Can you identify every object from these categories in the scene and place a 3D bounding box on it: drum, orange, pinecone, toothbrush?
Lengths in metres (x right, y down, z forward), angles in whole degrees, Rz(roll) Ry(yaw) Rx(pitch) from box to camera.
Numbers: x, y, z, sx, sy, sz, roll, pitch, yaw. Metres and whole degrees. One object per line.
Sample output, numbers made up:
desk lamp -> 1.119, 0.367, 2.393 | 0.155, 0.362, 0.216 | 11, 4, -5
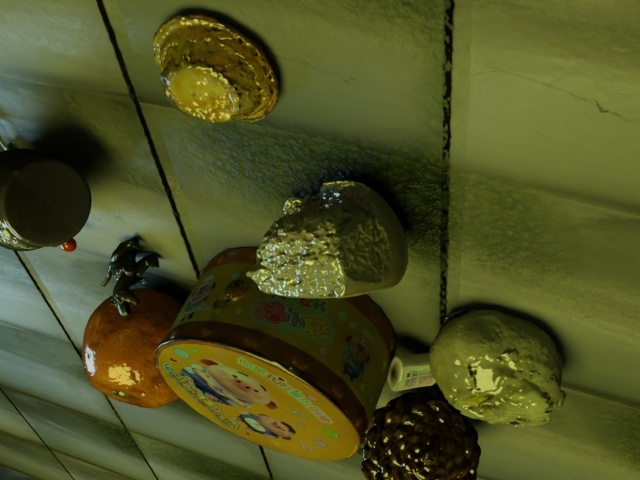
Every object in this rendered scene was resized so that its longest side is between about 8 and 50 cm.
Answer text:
drum -> -0.080, 0.223, 1.616 | 0.431, 0.214, 0.431 | 18, 147, 12
orange -> -0.368, 0.225, 1.797 | 0.261, 0.261, 0.261 | 18, 146, 13
pinecone -> 0.204, 0.424, 1.682 | 0.244, 0.243, 0.257 | 8, 156, 26
toothbrush -> -0.587, -0.223, 1.518 | 0.017, 0.022, 0.204 | 15, 145, 26

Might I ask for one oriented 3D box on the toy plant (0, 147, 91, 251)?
toy plant -> -0.554, -0.074, 1.555 | 0.280, 0.185, 0.400 | 4, -179, -32

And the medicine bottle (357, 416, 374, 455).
medicine bottle -> 0.091, 0.423, 1.896 | 0.219, 0.078, 0.115 | 33, 144, -11

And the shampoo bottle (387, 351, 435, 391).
shampoo bottle -> 0.178, 0.238, 1.578 | 0.099, 0.043, 0.072 | -4, 126, -24

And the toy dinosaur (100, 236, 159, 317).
toy dinosaur -> -0.411, 0.077, 1.695 | 0.179, 0.187, 0.087 | -29, 120, 21

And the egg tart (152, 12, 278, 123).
egg tart -> -0.149, -0.222, 1.177 | 0.191, 0.074, 0.191 | 16, 145, 12

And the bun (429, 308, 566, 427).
bun -> 0.290, 0.228, 1.433 | 0.239, 0.141, 0.239 | 17, 143, 13

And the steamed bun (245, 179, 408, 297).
steamed bun -> 0.000, 0.000, 1.291 | 0.226, 0.200, 0.170 | -5, 96, 41
